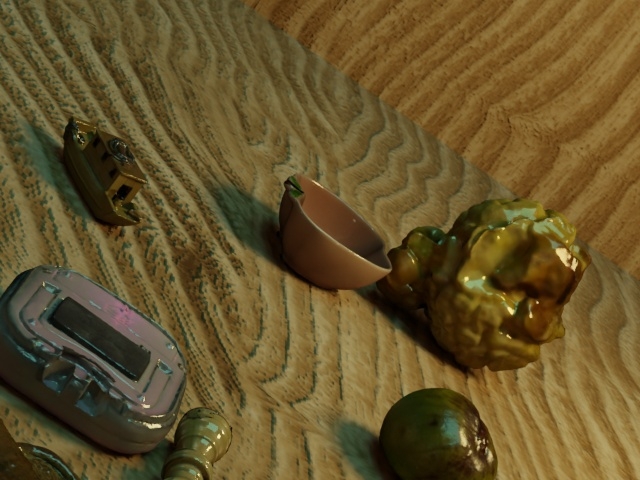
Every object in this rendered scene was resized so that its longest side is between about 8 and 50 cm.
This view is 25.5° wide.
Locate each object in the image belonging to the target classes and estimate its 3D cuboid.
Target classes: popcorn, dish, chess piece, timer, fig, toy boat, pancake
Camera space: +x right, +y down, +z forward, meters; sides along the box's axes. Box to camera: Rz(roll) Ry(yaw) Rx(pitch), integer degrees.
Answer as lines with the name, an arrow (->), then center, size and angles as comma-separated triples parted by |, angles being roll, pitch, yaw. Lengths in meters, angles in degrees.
popcorn -> 0.252, 0.069, 2.183 | 0.332, 0.264, 0.225 | -3, 3, -3
dish -> 0.000, 0.000, 2.097 | 0.213, 0.090, 0.213 | 37, 17, -13
chess piece -> -0.126, 0.221, 1.350 | 0.060, 0.060, 0.172 | 36, 20, -6
timer -> -0.227, 0.113, 1.400 | 0.208, 0.069, 0.190 | 36, 20, -10
fig -> 0.145, 0.246, 1.705 | 0.136, 0.120, 0.153 | 26, 20, -46
toy boat -> -0.276, -0.094, 1.805 | 0.057, 0.077, 0.200 | 20, 25, -43
pancake -> -0.241, 0.213, 1.213 | 0.115, 0.011, 0.115 | 35, 19, -14

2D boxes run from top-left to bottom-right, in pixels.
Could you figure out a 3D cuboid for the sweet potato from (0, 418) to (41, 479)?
sweet potato -> -0.258, 0.207, 1.069 | 0.114, 0.092, 0.341 | -6, 41, -31
